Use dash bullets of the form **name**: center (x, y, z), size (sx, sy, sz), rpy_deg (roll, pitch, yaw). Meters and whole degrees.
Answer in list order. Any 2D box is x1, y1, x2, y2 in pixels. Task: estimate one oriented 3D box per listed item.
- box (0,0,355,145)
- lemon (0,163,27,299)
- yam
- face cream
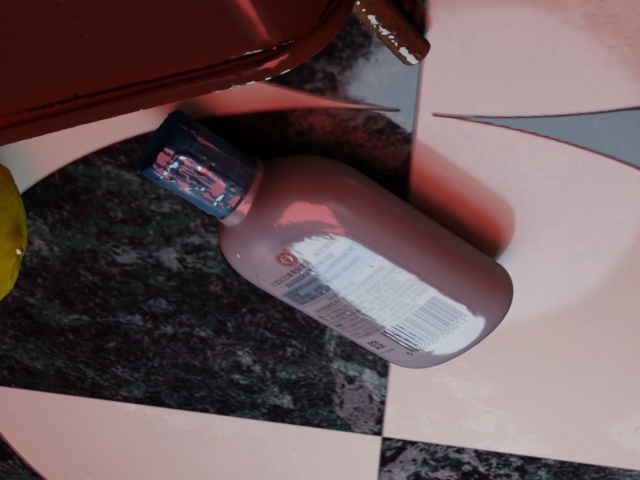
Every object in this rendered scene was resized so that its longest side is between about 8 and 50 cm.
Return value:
- **box**: center (-0.167, -0.220, 0.583), size (0.339, 0.239, 0.229), rpy_deg (-10, 132, 23)
- **lemon**: center (-0.355, -0.005, 0.911), size (0.203, 0.178, 0.178), rpy_deg (2, 138, 8)
- **yam**: center (0.026, -0.178, 0.740), size (0.032, 0.032, 0.145), rpy_deg (-24, 129, 34)
- **face cream**: center (0.000, 0.000, 0.911), size (0.337, 0.080, 0.163), rpy_deg (31, 136, -22)
